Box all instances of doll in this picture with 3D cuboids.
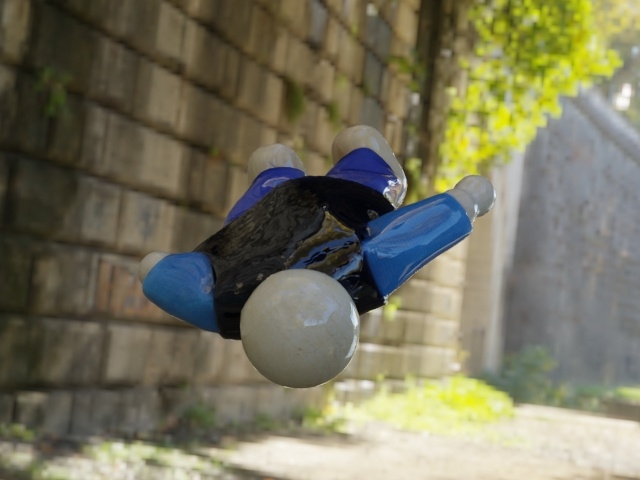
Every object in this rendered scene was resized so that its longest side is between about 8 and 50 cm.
[{"bbox_3d":[0.000,0.000,0.535,0.129,0.046,0.189,-12,16,9],"label":"doll"}]
